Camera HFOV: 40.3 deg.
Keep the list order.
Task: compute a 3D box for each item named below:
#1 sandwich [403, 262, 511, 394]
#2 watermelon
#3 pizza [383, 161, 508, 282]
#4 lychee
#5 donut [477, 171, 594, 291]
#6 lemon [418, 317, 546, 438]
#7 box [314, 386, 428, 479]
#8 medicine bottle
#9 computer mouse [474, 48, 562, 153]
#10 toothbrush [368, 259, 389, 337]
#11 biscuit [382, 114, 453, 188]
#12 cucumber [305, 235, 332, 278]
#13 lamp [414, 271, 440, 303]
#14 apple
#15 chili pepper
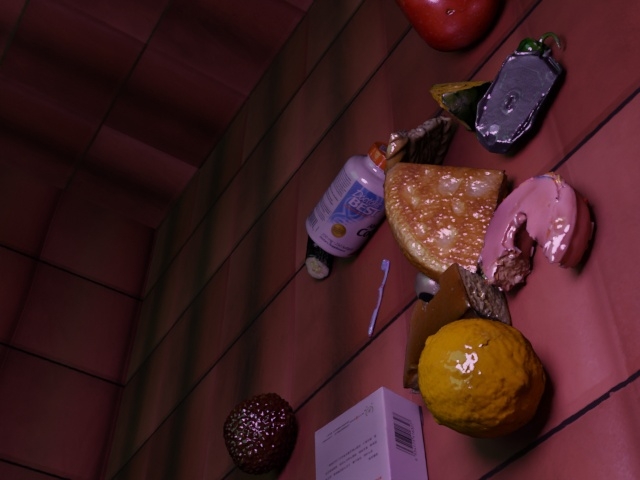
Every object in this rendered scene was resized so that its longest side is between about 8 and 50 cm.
[{"bbox_3d":[0.234,0.171,1.598,0.235,0.122,0.128,-51,27,32],"label":"sandwich"},{"bbox_3d":[0.307,-0.314,1.920,0.301,0.129,0.123,-88,20,-76],"label":"watermelon"},{"bbox_3d":[0.221,-0.030,1.718,0.269,0.087,0.257,10,62,26],"label":"pizza"},{"bbox_3d":[-0.138,0.461,2.102,0.188,0.188,0.188,-49,26,35],"label":"lychee"},{"bbox_3d":[0.377,-0.016,1.515,0.233,0.085,0.199,-28,43,58],"label":"donut"},{"bbox_3d":[0.255,0.220,1.401,0.231,0.192,0.192,0,67,61],"label":"lemon"},{"bbox_3d":[0.093,0.449,1.610,0.200,0.106,0.299,-41,31,31],"label":"box"},{"bbox_3d":[0.096,-0.106,2.166,0.288,0.157,0.157,-54,24,26],"label":"medicine bottle"},{"bbox_3d":[0.395,-0.277,1.740,0.126,0.071,0.231,29,93,31],"label":"computer mouse"},{"bbox_3d":[0.134,0.133,2.016,0.013,0.019,0.193,-25,47,58],"label":"toothbrush"},{"bbox_3d":[0.217,-0.176,1.940,0.274,0.036,0.187,-30,-45,-50],"label":"biscuit"},{"bbox_3d":[0.000,-0.001,2.401,0.074,0.074,0.241,-47,25,38],"label":"cucumber"},{"bbox_3d":[0.251,0.058,1.751,0.091,0.091,0.163,-29,25,57],"label":"lamp"},{"bbox_3d":[0.300,-0.578,2.068,0.217,0.260,0.260,-35,30,15],"label":"apple"},{"bbox_3d":[0.401,-0.320,1.810,0.100,0.074,0.256,-102,35,-71],"label":"chili pepper"}]
